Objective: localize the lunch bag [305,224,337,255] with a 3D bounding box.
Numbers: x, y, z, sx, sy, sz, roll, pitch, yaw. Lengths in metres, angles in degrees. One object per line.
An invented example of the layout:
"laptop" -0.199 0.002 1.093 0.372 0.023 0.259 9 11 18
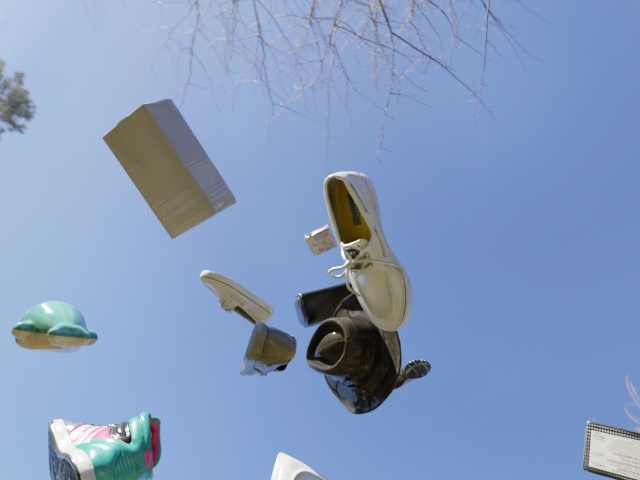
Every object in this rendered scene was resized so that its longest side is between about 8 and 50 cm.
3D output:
"lunch bag" 0.000 0.000 1.432 0.083 0.053 0.071 -27 -77 3

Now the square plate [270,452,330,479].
"square plate" 0.025 0.674 1.022 0.347 0.344 0.049 32 -68 -4

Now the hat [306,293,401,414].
"hat" 0.049 0.280 1.157 0.331 0.134 0.331 -16 -109 57

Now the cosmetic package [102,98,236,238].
"cosmetic package" -0.290 -0.138 0.902 0.127 0.107 0.238 -24 -79 24

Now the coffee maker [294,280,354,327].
"coffee maker" 0.020 0.186 1.416 0.171 0.178 0.120 103 -33 -52

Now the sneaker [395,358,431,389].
"sneaker" 0.247 0.377 1.312 0.135 0.058 0.052 -23 -110 -1

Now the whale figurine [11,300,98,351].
"whale figurine" -0.719 0.236 1.276 0.272 0.216 0.141 -12 -114 47

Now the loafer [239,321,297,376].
"loafer" -0.093 0.211 0.846 0.087 0.251 0.094 19 -108 -4

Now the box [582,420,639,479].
"box" 0.482 0.282 0.540 0.270 0.216 0.060 -1 -113 42

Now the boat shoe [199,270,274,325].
"boat shoe" -0.282 0.195 1.501 0.267 0.088 0.096 35 -30 -14

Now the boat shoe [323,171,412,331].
"boat shoe" 0.085 0.024 0.986 0.135 0.156 0.367 -17 -95 33

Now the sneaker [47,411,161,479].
"sneaker" -0.393 0.382 0.864 0.295 0.178 0.124 -2 -90 50
